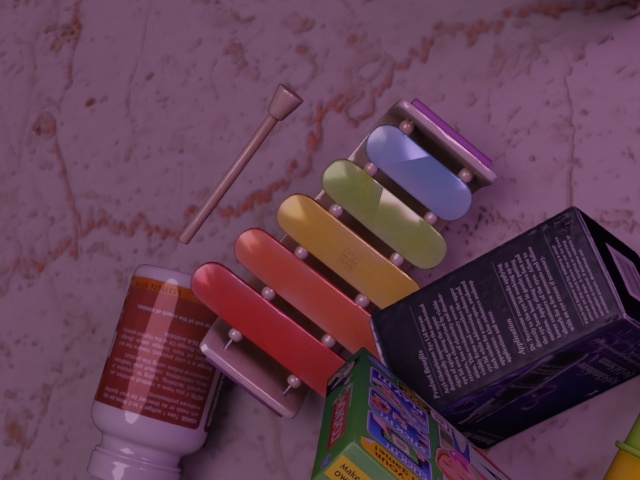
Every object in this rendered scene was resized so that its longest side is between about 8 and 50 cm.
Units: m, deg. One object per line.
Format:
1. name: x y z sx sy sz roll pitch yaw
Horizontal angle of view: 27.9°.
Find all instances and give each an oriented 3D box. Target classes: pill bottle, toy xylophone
1. pill bottle: -0.161 0.141 1.302 0.121 0.121 0.216 11 80 35
2. toy xylophone: 0.000 0.000 1.214 0.236 0.081 0.322 31 99 -2

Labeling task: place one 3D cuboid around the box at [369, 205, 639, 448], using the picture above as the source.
1. box: 0.173 0.080 1.088 0.207 0.153 0.108 -31 61 22

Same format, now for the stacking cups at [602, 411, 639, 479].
1. stacking cups: 0.317 0.101 1.036 0.096 0.096 0.316 23 83 36

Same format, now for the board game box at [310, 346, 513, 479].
1. board game box: 0.130 0.225 0.937 0.317 0.213 0.046 42 100 -6
